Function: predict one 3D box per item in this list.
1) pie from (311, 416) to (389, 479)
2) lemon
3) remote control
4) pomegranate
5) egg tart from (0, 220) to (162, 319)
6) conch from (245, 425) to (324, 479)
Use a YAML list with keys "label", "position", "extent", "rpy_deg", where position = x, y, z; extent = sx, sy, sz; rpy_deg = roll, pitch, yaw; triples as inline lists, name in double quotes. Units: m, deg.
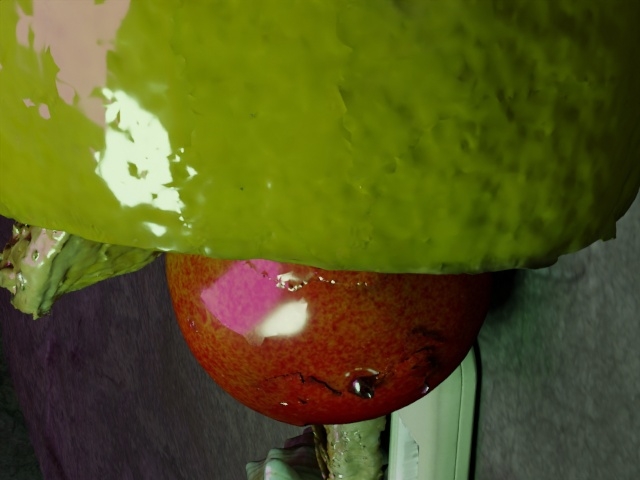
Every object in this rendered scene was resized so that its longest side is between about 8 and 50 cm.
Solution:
- label: "pie"
  position: [0.006, 0.062, 1.276]
  extent: [0.274, 0.055, 0.274]
  rpy_deg: [170, 90, -83]
- label: "lemon"
  position: [-0.004, -0.164, 0.737]
  extent: [0.364, 0.364, 0.364]
  rpy_deg: [168, 90, -72]
- label: "remote control"
  position: [0.074, 0.140, 1.169]
  extent: [0.078, 0.042, 0.221]
  rpy_deg: [-124, 28, -52]
- label: "pomegranate"
  position: [0.000, 0.000, 1.034]
  extent: [0.235, 0.210, 0.210]
  rpy_deg: [61, 159, 12]
- label: "egg tart"
  position: [-0.129, -0.061, 1.000]
  extent: [0.252, 0.098, 0.231]
  rpy_deg: [158, 122, -74]
- label: "conch"
  position: [-0.008, 0.224, 1.349]
  extent: [0.234, 0.114, 0.137]
  rpy_deg: [-89, -4, -66]
